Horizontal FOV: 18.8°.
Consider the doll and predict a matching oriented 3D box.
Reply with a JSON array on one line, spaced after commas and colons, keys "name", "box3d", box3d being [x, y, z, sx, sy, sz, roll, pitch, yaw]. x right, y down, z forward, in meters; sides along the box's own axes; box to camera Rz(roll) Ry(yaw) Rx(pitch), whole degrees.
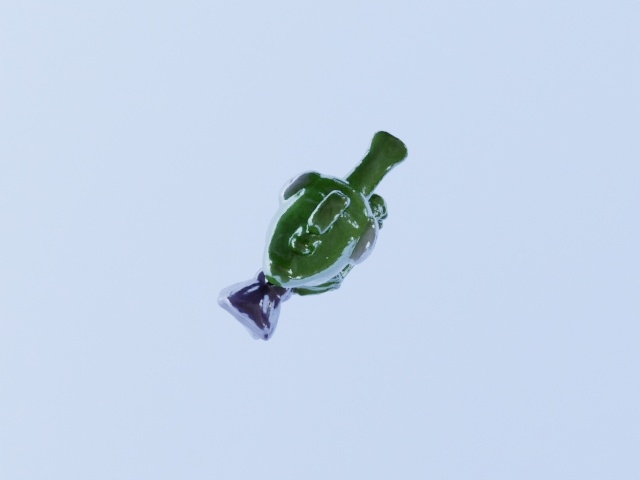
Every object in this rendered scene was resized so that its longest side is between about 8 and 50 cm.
[{"name": "doll", "box3d": [0.000, 0.000, 0.921, 0.115, 0.190, 0.050, -43, -95, -5]}]
